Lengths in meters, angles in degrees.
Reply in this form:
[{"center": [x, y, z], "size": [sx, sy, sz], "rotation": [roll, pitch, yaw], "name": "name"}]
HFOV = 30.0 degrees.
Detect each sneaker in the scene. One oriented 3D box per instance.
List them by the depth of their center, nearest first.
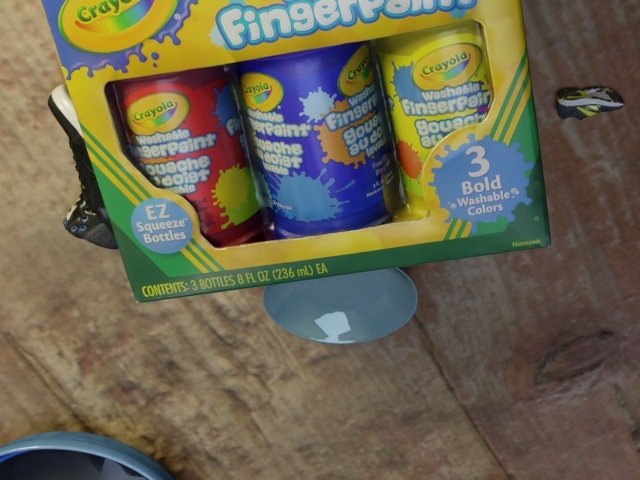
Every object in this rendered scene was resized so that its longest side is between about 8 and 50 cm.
[{"center": [-0.268, -0.068, 1.380], "size": [0.121, 0.079, 0.217], "rotation": [-34, 120, 11], "name": "sneaker"}, {"center": [0.322, -0.163, 1.433], "size": [0.083, 0.031, 0.035], "rotation": [2, 134, -4], "name": "sneaker"}]

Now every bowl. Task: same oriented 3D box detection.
[{"center": [-0.344, 0.438, 1.620], "size": [0.391, 0.077, 0.391], "rotation": [0, 106, 1], "name": "bowl"}]

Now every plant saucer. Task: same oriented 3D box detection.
[{"center": [0.025, 0.062, 1.498], "size": [0.195, 0.037, 0.195], "rotation": [2, 141, 1], "name": "plant saucer"}]

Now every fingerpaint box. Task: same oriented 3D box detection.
[{"center": [-0.013, -0.154, 1.207], "size": [0.445, 0.163, 0.371], "rotation": [-8, 117, 9], "name": "fingerpaint box"}]
